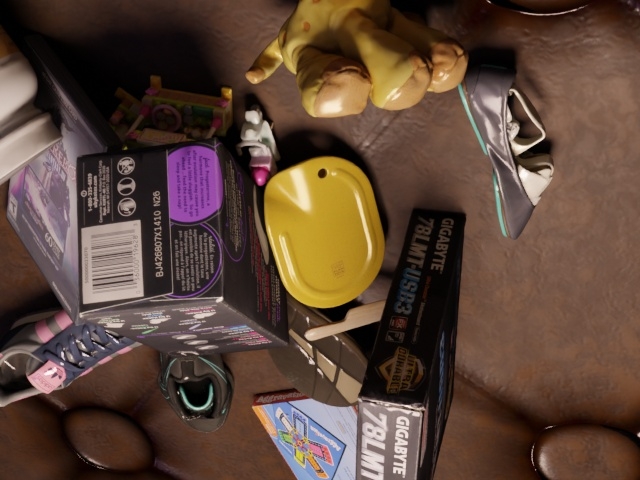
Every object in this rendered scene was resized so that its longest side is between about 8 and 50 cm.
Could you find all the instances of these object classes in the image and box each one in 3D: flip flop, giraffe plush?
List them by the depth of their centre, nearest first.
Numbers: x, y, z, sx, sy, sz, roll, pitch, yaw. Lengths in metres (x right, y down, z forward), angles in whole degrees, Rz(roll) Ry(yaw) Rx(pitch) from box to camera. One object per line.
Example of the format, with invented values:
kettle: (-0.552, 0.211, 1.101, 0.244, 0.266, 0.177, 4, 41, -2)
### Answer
giraffe plush: (0.025, -0.227, 0.940, 0.210, 0.181, 0.170, 27, 130, 43)
flip flop: (-0.039, 0.091, 1.255, 0.277, 0.080, 0.112, 39, 127, 5)

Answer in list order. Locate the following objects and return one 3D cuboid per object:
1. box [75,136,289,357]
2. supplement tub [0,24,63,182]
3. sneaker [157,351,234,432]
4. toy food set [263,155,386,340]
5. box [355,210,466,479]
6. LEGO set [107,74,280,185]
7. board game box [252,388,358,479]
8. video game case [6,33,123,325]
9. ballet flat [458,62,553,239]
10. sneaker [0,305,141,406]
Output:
box: (-0.133, 0.019, 1.067, 0.143, 0.165, 0.270, -7, 164, 10)
supplement tub: (-0.429, -0.175, 1.023, 0.228, 0.228, 0.316, -28, 103, 33)
sneaker: (-0.164, 0.190, 1.318, 0.101, 0.106, 0.267, -8, 143, -2)
toy food set: (0.000, 0.000, 1.154, 0.128, 0.071, 0.218, -22, 117, -15)
box: (0.099, 0.170, 1.126, 0.073, 0.293, 0.296, 8, 129, 11)
LEGO set: (-0.195, -0.094, 1.127, 0.287, 0.107, 0.132, -8, 125, 23)
board game box: (0.029, 0.311, 1.439, 0.145, 0.027, 0.281, -13, 123, 24)
video game case: (-0.295, -0.063, 1.162, 0.196, 0.026, 0.274, 50, 140, 29)
ballet flat: (0.196, -0.087, 1.038, 0.074, 0.074, 0.203, -8, 123, 23)
sneaker: (-0.308, 0.138, 1.334, 0.319, 0.131, 0.112, -25, 117, 32)
